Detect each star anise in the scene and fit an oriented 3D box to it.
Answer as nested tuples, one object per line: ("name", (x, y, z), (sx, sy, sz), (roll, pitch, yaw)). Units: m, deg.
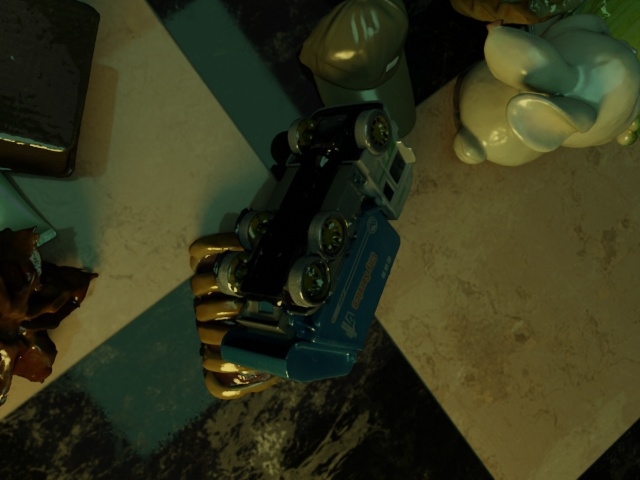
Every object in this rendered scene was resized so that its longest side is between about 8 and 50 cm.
("star anise", (-0.378, 0.046, 0.666), (0.148, 0.237, 0.346), (-6, 121, 25))

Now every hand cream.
("hand cream", (-0.425, -0.071, 0.736), (0.078, 0.050, 0.205), (-37, 103, -29))

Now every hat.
("hat", (0.079, -0.238, 0.829), (0.166, 0.144, 0.173), (-24, 74, -11))

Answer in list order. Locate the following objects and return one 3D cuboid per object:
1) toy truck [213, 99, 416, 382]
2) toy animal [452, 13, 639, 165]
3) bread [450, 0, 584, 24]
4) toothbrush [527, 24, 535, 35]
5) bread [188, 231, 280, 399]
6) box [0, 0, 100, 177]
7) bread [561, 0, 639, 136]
("toy truck", (0.000, 0.000, 0.749), (0.175, 0.146, 0.367), (45, 60, -43))
("toy animal", (0.301, -0.194, 0.787), (0.247, 0.310, 0.183), (-14, 97, -9))
("bread", (0.277, -0.357, 0.827), (0.128, 0.232, 0.088), (-45, 124, 3))
("toothbrush", (0.330, -0.401, 0.939), (0.024, 0.021, 0.288), (-14, 95, -25))
("bread", (-0.105, 0.099, 0.805), (0.134, 0.081, 0.225), (-10, 93, -15))
("box", (-0.402, -0.187, 0.651), (0.273, 0.143, 0.184), (10, 79, -26))
("bread", (0.526, -0.321, 0.979), (0.301, 0.045, 0.301), (-1, 94, -14))
